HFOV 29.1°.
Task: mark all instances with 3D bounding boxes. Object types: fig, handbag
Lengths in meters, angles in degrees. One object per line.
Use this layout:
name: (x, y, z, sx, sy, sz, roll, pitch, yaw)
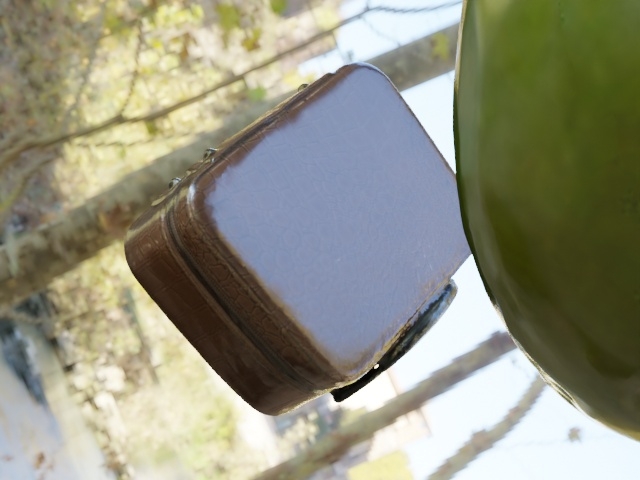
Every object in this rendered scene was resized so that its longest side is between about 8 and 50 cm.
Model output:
fig: (0.129, -0.069, 0.407, 0.314, 0.233, 0.233, 53, -5, -2)
handbag: (0.000, 0.000, 0.670, 0.072, 0.193, 0.151, -33, -85, 42)
